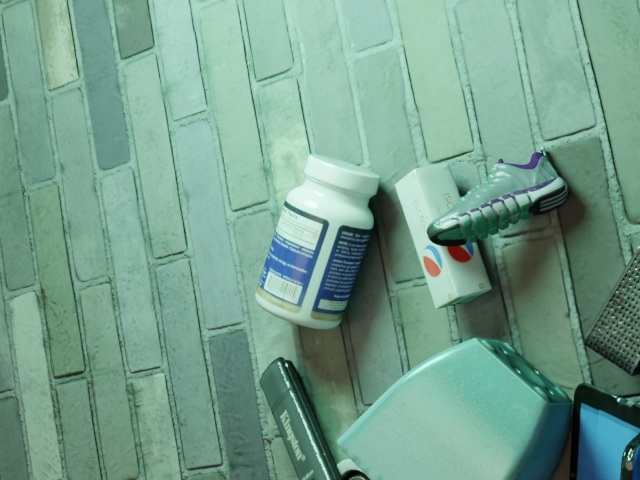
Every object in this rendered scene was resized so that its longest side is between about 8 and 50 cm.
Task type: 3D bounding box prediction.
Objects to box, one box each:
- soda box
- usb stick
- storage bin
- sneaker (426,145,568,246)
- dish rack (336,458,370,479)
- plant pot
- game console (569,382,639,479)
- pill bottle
[{"bbox_3d":[0.192,-0.007,1.766,0.074,0.069,0.216,-39,66,60],"label":"soda box"},{"bbox_3d":[-0.034,0.319,1.882,0.077,0.045,0.278,-46,48,23],"label":"usb stick"},{"bbox_3d":[0.462,0.091,1.580,0.084,0.122,0.180,36,107,27],"label":"storage bin"},{"bbox_3d":[0.258,-0.066,1.711,0.224,0.083,0.098,-19,64,-3],"label":"sneaker"},{"bbox_3d":[0.070,0.550,1.844,0.285,0.072,0.333,44,111,24],"label":"dish rack"},{"bbox_3d":[0.229,0.285,1.660,0.247,0.248,0.252,43,104,25],"label":"plant pot"},{"bbox_3d":[0.380,0.372,1.529,0.173,0.250,0.293,6,102,32],"label":"game console"},{"bbox_3d":[0.000,0.000,1.851,0.153,0.153,0.264,25,101,30],"label":"pill bottle"}]
